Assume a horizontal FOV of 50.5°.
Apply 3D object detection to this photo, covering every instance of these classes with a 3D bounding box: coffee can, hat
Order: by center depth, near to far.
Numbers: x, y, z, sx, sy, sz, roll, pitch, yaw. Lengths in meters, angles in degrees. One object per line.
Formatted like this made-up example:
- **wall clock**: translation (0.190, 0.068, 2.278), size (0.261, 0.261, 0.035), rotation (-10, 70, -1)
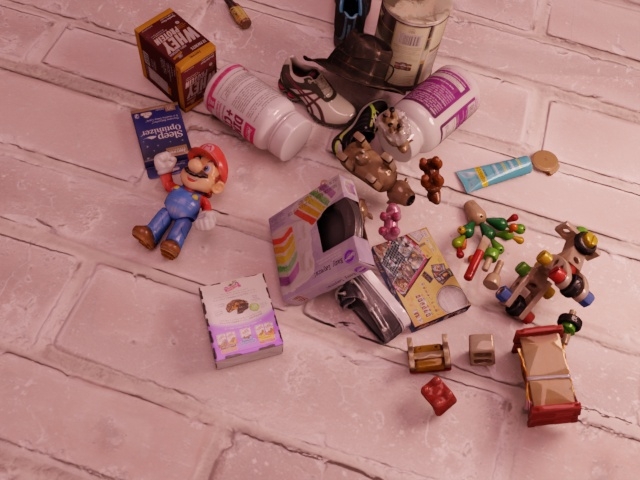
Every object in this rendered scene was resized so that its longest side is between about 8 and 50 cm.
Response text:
- **hat**: translation (0.111, -0.523, 1.921), size (0.331, 0.134, 0.331), rotation (16, 19, -6)
- **coffee can**: translation (0.260, -0.609, 2.005), size (0.202, 0.275, 0.201), rotation (3, 61, -5)

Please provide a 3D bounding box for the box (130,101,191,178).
- **box**: translation (-0.439, -0.282, 1.894), size (0.136, 0.036, 0.225), rotation (-15, 65, -13)

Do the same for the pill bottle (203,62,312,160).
- **pill bottle**: translation (-0.173, -0.355, 1.888), size (0.283, 0.160, 0.160), rotation (38, 64, 15)

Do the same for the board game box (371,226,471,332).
- **board game box**: translation (0.254, 0.098, 1.746), size (0.165, 0.042, 0.243), rotation (-19, 65, -15)

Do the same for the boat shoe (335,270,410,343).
- **boat shoe**: translation (0.086, 0.129, 1.683), size (0.102, 0.108, 0.301), rotation (-37, 77, -24)

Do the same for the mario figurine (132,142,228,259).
- **mario figurine**: translation (-0.351, -0.123, 1.733), size (0.198, 0.170, 0.320), rotation (37, 67, -24)

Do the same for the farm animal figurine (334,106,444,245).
- **farm animal figurine**: translation (0.153, -0.139, 1.774), size (0.330, 0.172, 0.326), rotation (-33, 71, 5)

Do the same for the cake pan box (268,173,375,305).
- **cake pan box**: translation (0.000, 0.000, 1.667), size (0.070, 0.267, 0.245), rotation (17, 54, -48)

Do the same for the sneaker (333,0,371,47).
- **sneaker**: translation (0.107, -0.764, 2.154), size (0.125, 0.139, 0.340), rotation (2, 60, -2)

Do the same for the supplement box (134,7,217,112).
- **supplement box**: translation (-0.406, -0.511, 1.934), size (0.194, 0.191, 0.129), rotation (42, 66, 16)

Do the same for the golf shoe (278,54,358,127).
- **golf shoe**: translation (-0.008, -0.428, 1.970), size (0.273, 0.120, 0.105), rotation (33, 62, 11)

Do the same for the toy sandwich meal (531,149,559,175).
- **toy sandwich meal**: translation (0.655, -0.226, 1.974), size (0.086, 0.029, 0.085), rotation (0, 59, 0)

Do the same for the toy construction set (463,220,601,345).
- **toy construction set**: translation (0.543, 0.056, 1.685), size (0.309, 0.257, 0.237), rotation (24, 60, 12)

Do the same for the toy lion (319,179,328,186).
- **toy lion**: translation (0.049, -0.117, 1.854), size (0.100, 0.034, 0.096), rotation (1, 69, -6)

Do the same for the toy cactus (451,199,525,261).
- **toy cactus**: translation (0.436, -0.039, 1.817), size (0.219, 0.112, 0.180), rotation (-20, 55, -6)

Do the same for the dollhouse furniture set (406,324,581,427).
- **dollhouse furniture set**: translation (0.400, 0.330, 1.597), size (0.374, 0.152, 0.201), rotation (-7, 61, 10)

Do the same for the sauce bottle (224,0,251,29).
- **sauce bottle**: translation (-0.265, -0.725, 2.153), size (0.042, 0.042, 0.128), rotation (-27, 64, -19)

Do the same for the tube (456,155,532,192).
- **tube**: translation (0.497, -0.191, 1.932), size (0.207, 0.052, 0.080), rotation (-16, 54, -7)

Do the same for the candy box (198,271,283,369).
- **candy box**: translation (-0.193, 0.192, 1.635), size (0.165, 0.070, 0.196), rotation (-12, 64, -12)

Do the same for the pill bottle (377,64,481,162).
- **pill bottle**: translation (0.305, -0.356, 1.931), size (0.169, 0.169, 0.301), rotation (41, 65, 16)

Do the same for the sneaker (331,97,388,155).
- **sneaker**: translation (0.132, -0.307, 1.920), size (0.234, 0.084, 0.097), rotation (-50, 38, -16)
